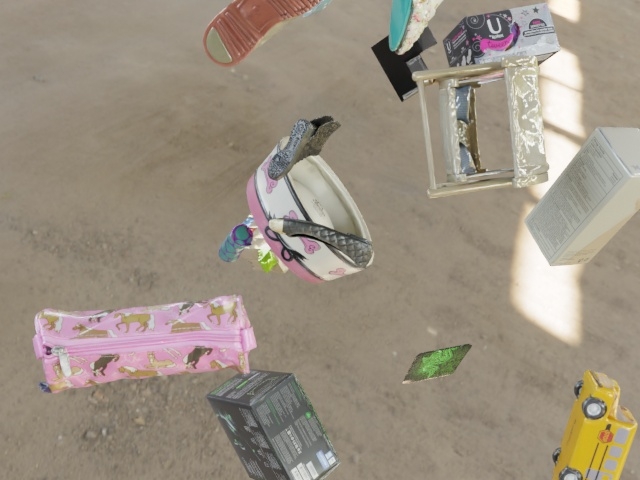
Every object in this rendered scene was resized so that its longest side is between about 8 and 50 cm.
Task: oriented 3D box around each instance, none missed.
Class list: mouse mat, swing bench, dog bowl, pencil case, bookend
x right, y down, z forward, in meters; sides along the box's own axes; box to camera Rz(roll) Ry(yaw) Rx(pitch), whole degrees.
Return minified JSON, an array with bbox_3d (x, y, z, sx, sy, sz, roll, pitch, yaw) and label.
[{"bbox_3d":[0.300,0.322,1.836,0.153,0.189,0.007,-8,56,-14],"label":"mouse mat"},{"bbox_3d":[0.332,-0.230,1.443,0.255,0.253,0.165,-7,7,12],"label":"swing bench"},{"bbox_3d":[-0.034,-0.067,1.875,0.408,0.150,0.408,47,22,-25],"label":"dog bowl"},{"bbox_3d":[-0.314,0.185,1.295,0.386,0.160,0.167,-4,37,-8],"label":"pencil case"},{"bbox_3d":[0.227,-0.442,1.707,0.072,0.157,0.156,-36,98,-35],"label":"bookend"},{"bbox_3d":[-0.232,0.010,1.943,0.070,0.152,0.064,-14,77,-27],"label":"pencil case"}]

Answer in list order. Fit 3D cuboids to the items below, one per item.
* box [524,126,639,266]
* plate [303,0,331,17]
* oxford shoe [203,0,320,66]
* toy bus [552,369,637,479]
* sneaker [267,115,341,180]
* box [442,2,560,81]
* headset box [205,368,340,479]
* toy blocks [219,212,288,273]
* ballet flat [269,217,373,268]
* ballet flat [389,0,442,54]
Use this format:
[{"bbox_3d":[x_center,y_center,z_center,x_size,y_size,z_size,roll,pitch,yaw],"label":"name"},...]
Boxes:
[{"bbox_3d":[0.599,-0.091,1.558,0.121,0.311,0.148,-3,55,-24],"label":"box"},{"bbox_3d":[0.025,-0.613,1.725,0.024,0.188,0.188,36,29,-19],"label":"plate"},{"bbox_3d":[-0.095,-0.548,1.576,0.140,0.397,0.146,54,24,-14],"label":"oxford shoe"},{"bbox_3d":[0.619,0.472,1.612,0.130,0.332,0.108,14,14,6],"label":"toy bus"},{"bbox_3d":[-0.034,-0.189,1.463,0.051,0.170,0.089,42,16,34],"label":"sneaker"},{"bbox_3d":[0.478,-0.522,1.884,0.247,0.163,0.142,-14,86,-12],"label":"box"},{"bbox_3d":[-0.123,0.445,1.676,0.131,0.283,0.246,-32,99,-31],"label":"headset box"},{"bbox_3d":[-0.141,-0.035,2.243,0.261,0.190,0.381,3,43,45],"label":"toy blocks"},{"bbox_3d":[0.000,0.000,1.121,0.173,0.049,0.057,17,-2,-1],"label":"ballet flat"},{"bbox_3d":[0.147,-0.381,1.001,0.077,0.241,0.091,-3,35,-9],"label":"ballet flat"}]
